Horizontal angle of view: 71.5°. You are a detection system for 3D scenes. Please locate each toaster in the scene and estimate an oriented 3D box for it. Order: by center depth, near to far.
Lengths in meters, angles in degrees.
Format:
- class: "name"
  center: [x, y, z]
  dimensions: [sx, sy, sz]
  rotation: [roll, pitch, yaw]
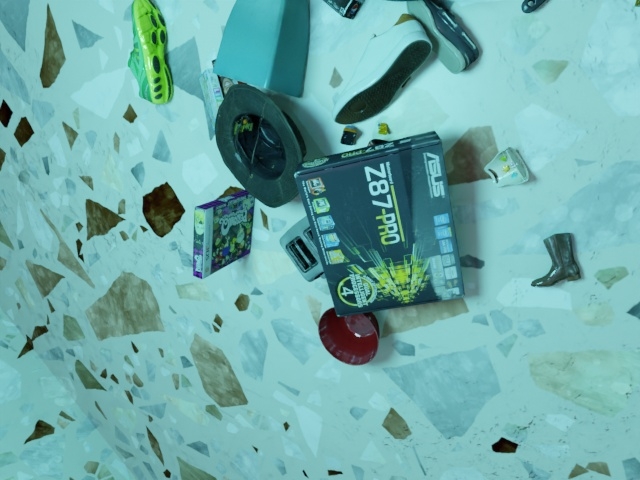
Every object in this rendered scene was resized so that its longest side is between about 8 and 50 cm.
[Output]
- class: "toaster"
  center: [0.000, 0.000, 1.211]
  dimensions: [0.168, 0.110, 0.185]
  rotation: [-36, 87, 33]

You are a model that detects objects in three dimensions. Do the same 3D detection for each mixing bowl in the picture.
- class: "mixing bowl"
  center: [0.096, 0.247, 1.251]
  dimensions: [0.182, 0.098, 0.181]
  rotation: [10, 113, 26]

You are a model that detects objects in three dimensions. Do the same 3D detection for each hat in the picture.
- class: "hat"
  center: [-0.129, -0.254, 1.172]
  dimensions: [0.332, 0.134, 0.330]
  rotation: [23, 126, 35]

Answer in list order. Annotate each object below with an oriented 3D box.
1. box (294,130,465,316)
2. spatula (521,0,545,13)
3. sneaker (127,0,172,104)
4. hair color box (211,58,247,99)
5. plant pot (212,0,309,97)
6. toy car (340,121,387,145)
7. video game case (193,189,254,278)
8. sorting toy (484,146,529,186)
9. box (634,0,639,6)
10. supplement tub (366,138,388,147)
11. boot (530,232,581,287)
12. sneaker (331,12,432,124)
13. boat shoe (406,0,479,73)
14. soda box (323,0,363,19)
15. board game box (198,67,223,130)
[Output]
- class: "box"
  center: [0.145, -0.023, 1.037]
  dimensions: [0.319, 0.097, 0.394]
  rotation: [-11, 115, 10]
- class: "spatula"
  center: [0.492, -0.534, 0.796]
  dimensions: [0.084, 0.030, 0.296]
  rotation: [49, 123, 3]
- class: "sneaker"
  center: [-0.522, -0.555, 1.309]
  dimensions: [0.124, 0.109, 0.295]
  rotation: [8, 111, 22]
- class: "hair color box"
  center: [-0.246, -0.438, 1.235]
  dimensions: [0.072, 0.043, 0.141]
  rotation: [-7, 104, 31]
- class: "plant pot"
  center: [-0.126, -0.495, 1.085]
  dimensions: [0.166, 0.166, 0.234]
  rotation: [23, 107, 21]
- class: "toy car"
  center: [0.108, -0.268, 1.112]
  dimensions: [0.122, 0.060, 0.040]
  rotation: [2, 64, 12]
- class: "video game case"
  center: [-0.276, -0.024, 1.285]
  dimensions: [0.042, 0.232, 0.210]
  rotation: [19, 115, 21]
- class: "sorting toy"
  center: [0.404, -0.155, 0.975]
  dimensions: [0.075, 0.045, 0.083]
  rotation: [-31, 91, 41]
- class: "box"
  center: [0.570, -0.472, 0.744]
  dimensions: [0.028, 0.081, 0.136]
  rotation: [19, 116, 22]
- class: "supplement tub"
  center: [0.132, -0.141, 1.091]
  dimensions: [0.106, 0.106, 0.197]
  rotation: [32, 119, 16]
- class: "boot"
  center: [0.508, 0.041, 0.985]
  dimensions: [0.107, 0.037, 0.114]
  rotation: [-18, 101, 20]
- class: "sneaker"
  center: [0.128, -0.390, 1.030]
  dimensions: [0.290, 0.106, 0.122]
  rotation: [-37, 57, 39]
- class: "boat shoe"
  center: [0.260, -0.452, 0.951]
  dimensions: [0.065, 0.075, 0.206]
  rotation: [-32, 83, -9]
- class: "soda box"
  center: [0.017, -0.586, 1.026]
  dimensions: [0.169, 0.060, 0.053]
  rotation: [44, 124, 8]
- class: "board game box"
  center: [-0.302, -0.397, 1.260]
  dimensions: [0.103, 0.026, 0.153]
  rotation: [12, 118, 62]
